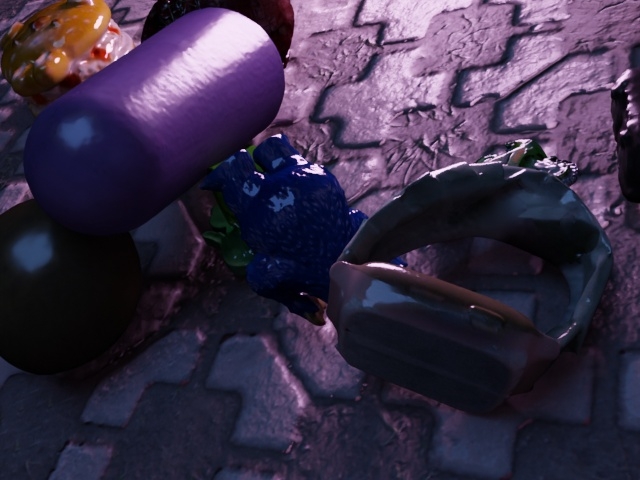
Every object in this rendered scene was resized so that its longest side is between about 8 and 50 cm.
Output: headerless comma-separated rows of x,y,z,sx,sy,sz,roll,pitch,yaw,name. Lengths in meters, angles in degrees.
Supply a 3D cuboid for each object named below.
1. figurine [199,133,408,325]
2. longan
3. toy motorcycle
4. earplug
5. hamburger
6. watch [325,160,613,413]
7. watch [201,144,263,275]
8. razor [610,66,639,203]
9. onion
-0.009,0.000,0.796,0.164,0.262,0.121,-49,7,-23,figurine
-0.354,0.061,0.944,0.248,0.248,0.248,-15,46,16,longan
0.205,-0.069,0.860,0.190,0.074,0.106,-18,35,15,toy motorcycle
-0.213,-0.159,0.952,0.215,0.215,0.456,-9,24,22,earplug
-0.513,-0.356,1.431,0.261,0.186,0.302,-11,49,21,hamburger
0.153,0.026,0.717,0.253,0.161,0.241,21,61,8,watch
-0.098,-0.049,0.937,0.131,0.152,0.165,-29,49,-13,watch
0.472,-0.123,0.732,0.327,0.107,0.189,-5,49,24,razor
-0.175,-0.357,1.229,0.281,0.221,0.281,-25,13,6,onion
